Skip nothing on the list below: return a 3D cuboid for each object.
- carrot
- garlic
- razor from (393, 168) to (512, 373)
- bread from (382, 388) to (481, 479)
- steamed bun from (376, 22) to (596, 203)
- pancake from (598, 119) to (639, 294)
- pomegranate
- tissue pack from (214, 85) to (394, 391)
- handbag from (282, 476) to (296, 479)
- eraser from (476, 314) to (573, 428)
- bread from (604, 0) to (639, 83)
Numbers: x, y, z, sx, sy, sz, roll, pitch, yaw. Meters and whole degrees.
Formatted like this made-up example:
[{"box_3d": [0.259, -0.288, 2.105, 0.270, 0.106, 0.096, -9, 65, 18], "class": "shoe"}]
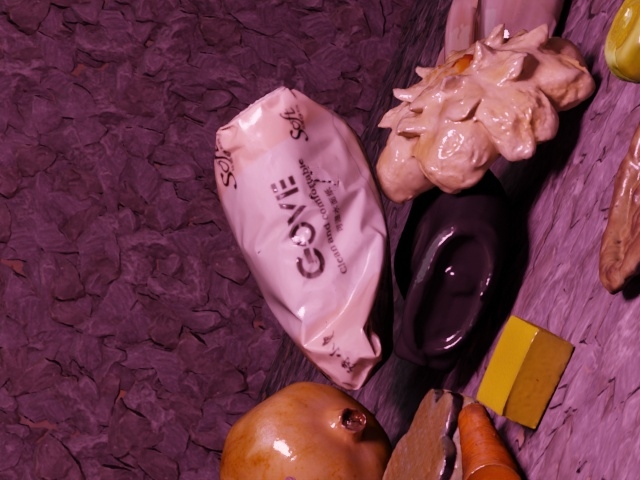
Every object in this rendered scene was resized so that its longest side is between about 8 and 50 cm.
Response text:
[{"box_3d": [0.162, 0.209, 1.958, 0.209, 0.061, 0.061, -93, 29, -73], "class": "carrot"}, {"box_3d": [0.241, -0.270, 2.731, 0.279, 0.132, 0.325, -37, 33, 58], "class": "garlic"}, {"box_3d": [0.159, 0.024, 2.376, 0.349, 0.113, 0.204, -85, 16, -73], "class": "razor"}, {"box_3d": [0.122, 0.258, 2.116, 0.286, 0.056, 0.207, -92, 26, -67], "class": "bread"}, {"box_3d": [0.178, -0.167, 2.377, 0.292, 0.137, 0.295, -34, 15, 7], "class": "steamed bun"}, {"box_3d": [0.322, -0.068, 1.837, 0.250, 0.031, 0.250, -63, 7, 13], "class": "pancake"}, {"box_3d": [-0.014, 0.286, 2.414, 0.233, 0.233, 0.233, -156, 90, -83], "class": "pomegranate"}, {"box_3d": [0.000, 0.000, 2.434, 0.195, 0.375, 0.390, -23, -5, 1], "class": "tissue pack"}, {"box_3d": [-0.016, 0.372, 2.225, 0.205, 0.116, 0.179, -96, 30, -73], "class": "handbag"}, {"box_3d": [0.205, 0.132, 1.980, 0.122, 0.045, 0.097, -157, 91, -82], "class": "eraser"}, {"box_3d": [0.342, -0.214, 2.010, 0.139, 0.071, 0.130, 140, 151, -70], "class": "bread"}]
